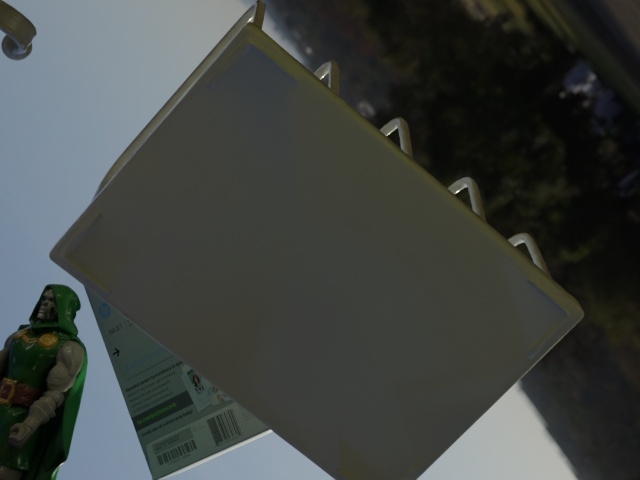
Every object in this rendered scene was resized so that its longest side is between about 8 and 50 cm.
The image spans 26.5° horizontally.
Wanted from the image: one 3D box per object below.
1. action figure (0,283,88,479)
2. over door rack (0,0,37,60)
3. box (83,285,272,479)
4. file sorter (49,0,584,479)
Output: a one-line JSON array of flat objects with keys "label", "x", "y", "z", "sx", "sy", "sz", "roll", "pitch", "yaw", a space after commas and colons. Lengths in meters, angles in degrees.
[{"label": "action figure", "x": -0.226, "y": 0.139, "z": 0.976, "sx": 0.137, "sy": 0.232, "sz": 0.063, "roll": 8, "pitch": 159, "yaw": 32}, {"label": "over door rack", "x": -0.362, "y": -0.104, "z": 0.783, "sx": 0.324, "sy": 0.239, "sz": 0.108, "roll": 30, "pitch": 165, "yaw": -1}, {"label": "box", "x": -0.111, "y": 0.088, "z": 1.121, "sx": 0.038, "sy": 0.145, "sz": 0.186, "roll": -8, "pitch": -108, "yaw": -55}, {"label": "file sorter", "x": 0.000, "y": 0.000, "z": 0.919, "sx": 0.278, "sy": 0.193, "sz": 0.173, "roll": 40, "pitch": -164, "yaw": -12}]
